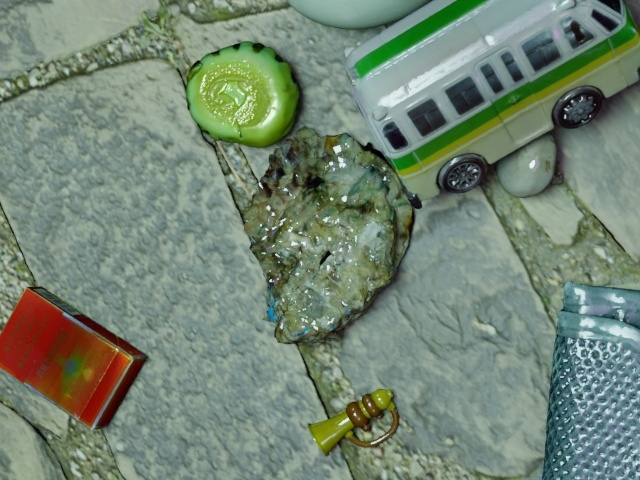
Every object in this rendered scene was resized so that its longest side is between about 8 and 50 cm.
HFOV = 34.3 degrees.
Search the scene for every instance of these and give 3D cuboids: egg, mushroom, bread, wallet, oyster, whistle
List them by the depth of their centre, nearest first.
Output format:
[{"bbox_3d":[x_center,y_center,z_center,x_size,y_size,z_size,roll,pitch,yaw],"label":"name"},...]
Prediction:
[{"bbox_3d":[0.371,0.227,1.159,0.237,0.075,0.342,6,92,16],"label":"wallet"},{"bbox_3d":[0.054,-0.320,1.186,0.209,0.151,0.151,-15,87,13],"label":"egg"},{"bbox_3d":[0.247,-0.087,1.190,0.079,0.085,0.085,16,94,-24],"label":"mushroom"},{"bbox_3d":[0.000,-0.002,1.234,0.198,0.092,0.259,23,92,8],"label":"oyster"},{"bbox_3d":[0.045,0.222,1.247,0.109,0.046,0.057,-28,70,6],"label":"whistle"},{"bbox_3d":[-0.093,-0.174,1.260,0.139,0.071,0.130,-7,91,13],"label":"bread"}]

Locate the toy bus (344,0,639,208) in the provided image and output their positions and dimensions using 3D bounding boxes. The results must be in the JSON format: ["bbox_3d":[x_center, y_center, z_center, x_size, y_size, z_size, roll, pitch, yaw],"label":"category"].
[{"bbox_3d":[0.185,-0.193,1.120,0.305,0.179,0.143,-29,46,11],"label":"toy bus"}]

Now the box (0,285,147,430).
[{"bbox_3d":[-0.323,0.148,1.325,0.175,0.048,0.112,32,95,11],"label":"box"}]
